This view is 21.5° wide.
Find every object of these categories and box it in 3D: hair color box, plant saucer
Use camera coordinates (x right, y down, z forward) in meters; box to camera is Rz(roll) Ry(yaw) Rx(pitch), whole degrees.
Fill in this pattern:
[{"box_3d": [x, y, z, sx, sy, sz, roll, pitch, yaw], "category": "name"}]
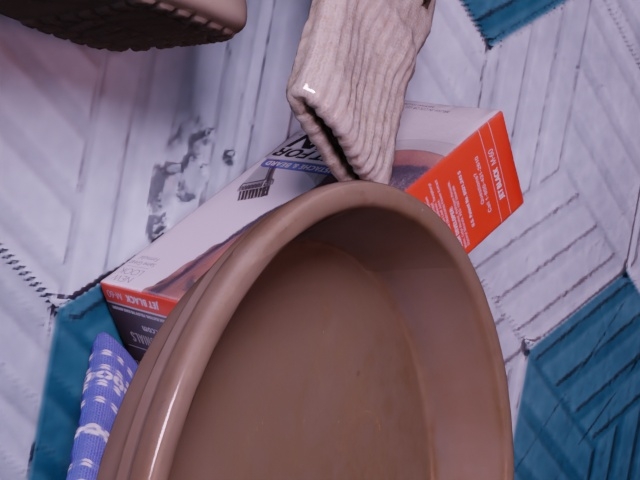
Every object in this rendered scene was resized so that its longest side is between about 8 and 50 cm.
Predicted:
[{"box_3d": [0.000, 0.000, 0.722, 0.167, 0.093, 0.053, -41, 126, -35], "category": "hair color box"}, {"box_3d": [-0.002, 0.116, 0.609, 0.278, 0.041, 0.277, -7, 99, -60], "category": "plant saucer"}]

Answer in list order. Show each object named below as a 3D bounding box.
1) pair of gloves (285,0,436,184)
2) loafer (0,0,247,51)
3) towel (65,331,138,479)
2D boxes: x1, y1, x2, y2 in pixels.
[{"box_3d": [-0.003, -0.162, 0.664, 0.204, 0.042, 0.240, -78, 149, -43], "category": "pair of gloves"}, {"box_3d": [-0.118, -0.135, 0.567, 0.268, 0.102, 0.092, 20, 67, -61], "category": "loafer"}, {"box_3d": [-0.062, 0.223, 0.615, 0.336, 0.040, 0.243, -86, 159, -58], "category": "towel"}]
